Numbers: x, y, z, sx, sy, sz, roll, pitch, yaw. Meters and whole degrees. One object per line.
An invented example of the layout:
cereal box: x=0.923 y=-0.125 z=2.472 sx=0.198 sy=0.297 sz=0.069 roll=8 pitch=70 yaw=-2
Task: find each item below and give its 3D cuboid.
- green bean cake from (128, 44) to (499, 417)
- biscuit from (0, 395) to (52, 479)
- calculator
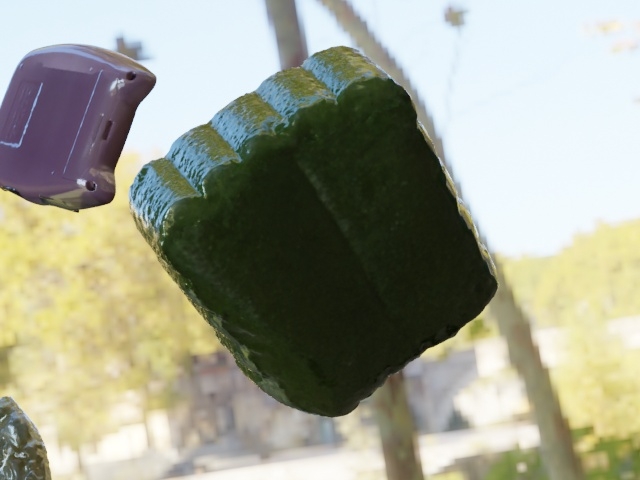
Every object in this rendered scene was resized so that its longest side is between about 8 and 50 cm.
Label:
green bean cake: x=0.000 y=0.000 z=1.435 sx=0.222 sy=0.248 sz=0.125 roll=-35 pitch=28 yaw=-6
biscuit: x=-0.288 y=0.250 z=1.480 sx=0.188 sy=0.265 sz=0.040 roll=19 pitch=-4 yaw=39
calculator: x=-0.300 y=-0.135 z=2.131 sx=0.043 sy=0.194 sz=0.294 roll=22 pitch=-5 yaw=-39
